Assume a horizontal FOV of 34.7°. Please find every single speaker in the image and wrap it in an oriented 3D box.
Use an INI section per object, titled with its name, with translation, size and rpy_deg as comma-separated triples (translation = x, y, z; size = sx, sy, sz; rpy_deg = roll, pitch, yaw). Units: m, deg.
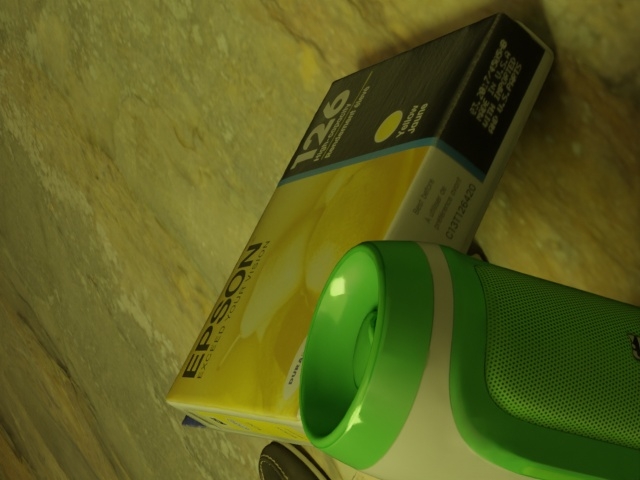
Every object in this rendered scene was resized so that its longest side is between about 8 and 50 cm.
[speaker]
translation = 0.144, 0.090, 0.556
size = 0.131, 0.296, 0.131
rpy_deg = -164, 90, -73

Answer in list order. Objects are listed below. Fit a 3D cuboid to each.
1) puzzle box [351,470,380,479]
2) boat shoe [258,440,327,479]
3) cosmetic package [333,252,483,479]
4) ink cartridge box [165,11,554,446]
[puzzle box]
translation = 0.235, 0.219, 0.539
size = 0.409, 0.272, 0.052
rpy_deg = 27, 106, 48
[boat shoe]
translation = 0.005, 0.390, 1.206
size = 0.335, 0.095, 0.112
rpy_deg = 55, 149, 19
[cosmetic package]
translation = 0.116, 0.185, 0.816
size = 0.309, 0.160, 0.113
rpy_deg = 64, 152, 6
[ink cartridge box]
translation = 0.000, 0.000, 0.755
size = 0.072, 0.304, 0.307
rpy_deg = 35, 159, -24
